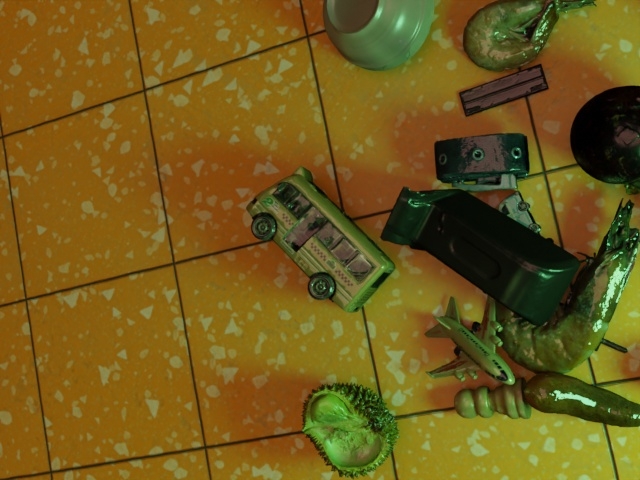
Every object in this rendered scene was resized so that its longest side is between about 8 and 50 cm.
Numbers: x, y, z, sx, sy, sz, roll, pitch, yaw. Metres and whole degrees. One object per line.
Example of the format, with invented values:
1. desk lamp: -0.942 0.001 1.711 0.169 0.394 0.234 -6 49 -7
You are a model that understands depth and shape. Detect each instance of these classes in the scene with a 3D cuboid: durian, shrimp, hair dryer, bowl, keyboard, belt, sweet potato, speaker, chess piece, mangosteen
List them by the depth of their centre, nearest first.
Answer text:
1. mangosteen: 0.669 -0.191 1.664 0.231 0.231 0.289 -15 117 18
2. sweet potato: 0.585 0.352 1.697 0.291 0.097 0.097 12 91 0
3. speaker: 0.348 0.029 1.712 0.388 0.184 0.180 36 116 30
4. hair dryer: 0.646 0.235 1.727 0.083 0.026 0.047 22 96 12
5. shrimp: 0.552 0.089 1.734 0.272 0.085 0.445 36 105 28
6. chess piece: 0.392 0.367 1.775 0.170 0.094 0.094 -9 84 25
7. belt: 0.374 -0.177 1.792 0.218 0.122 0.128 -2 88 18
8. shrimp: 0.490 -0.498 1.806 0.317 0.077 0.168 -12 93 22
9. durian: 0.073 0.444 1.829 0.237 0.176 0.200 38 108 23
10. keyboard: 0.436 -0.357 1.841 0.202 0.011 0.067 -17 79 17
11. bowl: 0.117 -0.561 1.853 0.287 0.143 0.287 2 93 36

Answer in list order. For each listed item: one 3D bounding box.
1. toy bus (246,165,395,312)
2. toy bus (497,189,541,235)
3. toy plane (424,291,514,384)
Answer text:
1. toy bus: 0.000 0.000 1.887 0.365 0.177 0.202 45 97 13
2. toy bus: 0.459 -0.048 1.788 0.075 0.060 0.123 -27 81 19
3. toy plane: 0.354 0.246 1.774 0.256 0.104 0.242 41 101 33
